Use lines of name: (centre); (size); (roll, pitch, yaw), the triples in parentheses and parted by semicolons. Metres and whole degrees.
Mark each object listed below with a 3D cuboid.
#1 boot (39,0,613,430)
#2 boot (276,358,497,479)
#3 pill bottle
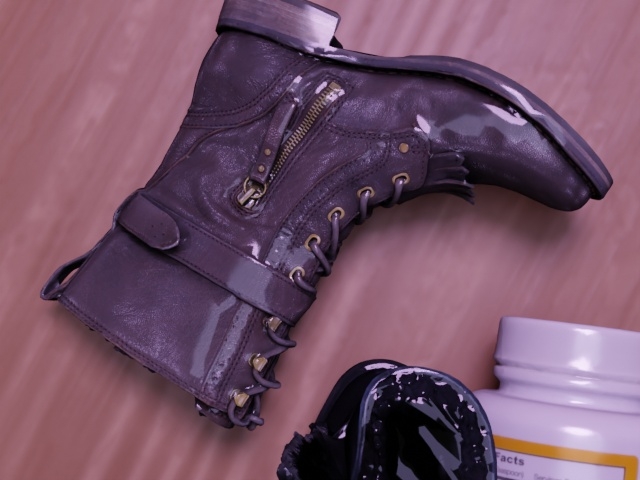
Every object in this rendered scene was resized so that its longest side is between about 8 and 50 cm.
boot: (0.000, 0.000, 0.542); (0.263, 0.091, 0.229); (24, 87, 14)
boot: (0.002, 0.171, 0.464); (0.094, 0.207, 0.246); (23, 87, 3)
pill bottle: (0.124, 0.151, 0.507); (0.117, 0.117, 0.215); (7, 86, 2)
